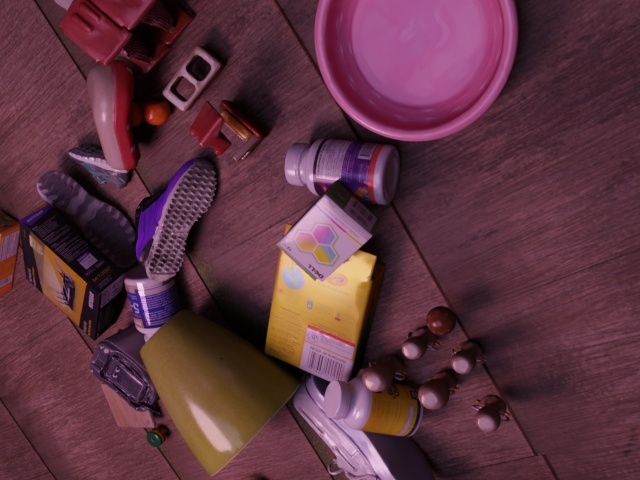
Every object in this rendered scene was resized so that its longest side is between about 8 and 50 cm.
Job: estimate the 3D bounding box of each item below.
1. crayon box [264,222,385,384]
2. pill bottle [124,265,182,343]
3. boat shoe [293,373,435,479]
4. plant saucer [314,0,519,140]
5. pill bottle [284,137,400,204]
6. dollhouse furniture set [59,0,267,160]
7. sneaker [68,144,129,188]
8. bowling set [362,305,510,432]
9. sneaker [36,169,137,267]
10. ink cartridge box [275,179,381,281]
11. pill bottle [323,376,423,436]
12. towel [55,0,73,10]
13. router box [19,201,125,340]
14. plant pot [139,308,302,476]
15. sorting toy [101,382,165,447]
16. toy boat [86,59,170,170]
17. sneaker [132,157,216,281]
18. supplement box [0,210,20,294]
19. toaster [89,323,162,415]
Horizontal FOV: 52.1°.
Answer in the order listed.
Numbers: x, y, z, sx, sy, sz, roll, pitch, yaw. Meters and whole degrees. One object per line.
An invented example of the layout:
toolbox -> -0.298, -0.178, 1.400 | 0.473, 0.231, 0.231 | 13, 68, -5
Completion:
crayon box -> 0.008, 0.123, 1.330 | 0.202, 0.081, 0.318 | 21, 120, 18
pill bottle -> -0.381, 0.154, 1.518 | 0.112, 0.112, 0.186 | 1, 111, 26
boat shoe -> 0.077, 0.449, 1.405 | 0.367, 0.136, 0.156 | 43, 123, 7
plant saucer -> 0.155, -0.330, 1.061 | 0.332, 0.084, 0.332 | 10, 114, 23
pill bottle -> 0.038, -0.129, 1.191 | 0.194, 0.108, 0.108 | 10, 115, 23
dollhouse furniture set -> -0.251, -0.317, 1.191 | 0.374, 0.201, 0.152 | 41, 103, -2
sneaker -> -0.498, -0.162, 1.472 | 0.167, 0.065, 0.076 | 21, 123, 19
bowling set -> 0.240, 0.220, 1.243 | 0.287, 0.154, 0.199 | 19, 100, 20
sneaker -> -0.536, -0.047, 1.538 | 0.281, 0.105, 0.115 | 46, 157, -3
ink cartridge box -> 0.000, 0.000, 1.180 | 0.109, 0.062, 0.209 | 42, 128, -5
pill bottle -> 0.105, 0.330, 1.310 | 0.184, 0.103, 0.103 | 15, 125, -22
towel -> -0.426, -0.559, 1.273 | 0.187, 0.049, 0.282 | 32, 123, 13
router box -> -0.584, 0.083, 1.539 | 0.243, 0.081, 0.309 | 41, 146, 5
plant pot -> -0.239, 0.299, 1.412 | 0.293, 0.275, 0.275 | 44, 123, 3
sorting toy -> -0.498, 0.415, 1.727 | 0.132, 0.046, 0.274 | -8, 108, 29
toy boat -> -0.382, -0.258, 1.333 | 0.231, 0.151, 0.151 | 97, 155, -54
sneaker -> -0.334, -0.067, 1.408 | 0.146, 0.102, 0.293 | 43, 114, 34
supplement box -> -0.854, 0.041, 1.725 | 0.078, 0.080, 0.233 | 30, 119, 10
toaster -> -0.428, 0.304, 1.585 | 0.227, 0.146, 0.129 | 36, 123, 9
